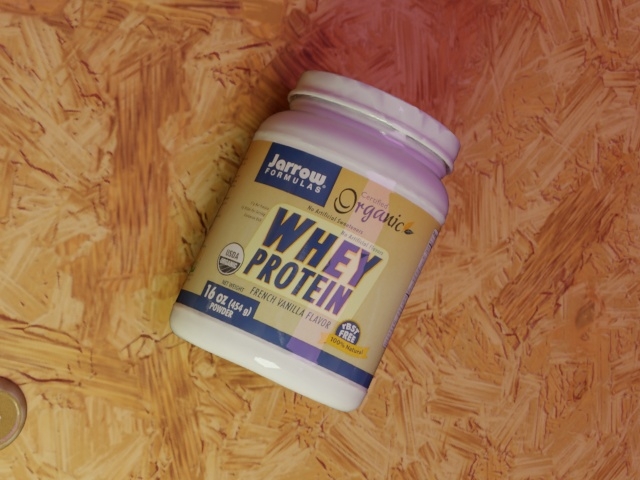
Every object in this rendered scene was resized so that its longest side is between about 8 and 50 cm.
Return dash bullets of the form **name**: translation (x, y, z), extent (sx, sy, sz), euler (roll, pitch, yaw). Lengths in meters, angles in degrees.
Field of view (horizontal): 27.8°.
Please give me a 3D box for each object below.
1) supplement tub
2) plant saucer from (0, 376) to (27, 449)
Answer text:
- **supplement tub**: translation (0.000, 0.000, 1.389), extent (0.228, 0.228, 0.316), euler (29, 82, -35)
- **plant saucer**: translation (-0.337, 0.181, 1.323), extent (0.083, 0.015, 0.083), euler (-8, 104, -33)
